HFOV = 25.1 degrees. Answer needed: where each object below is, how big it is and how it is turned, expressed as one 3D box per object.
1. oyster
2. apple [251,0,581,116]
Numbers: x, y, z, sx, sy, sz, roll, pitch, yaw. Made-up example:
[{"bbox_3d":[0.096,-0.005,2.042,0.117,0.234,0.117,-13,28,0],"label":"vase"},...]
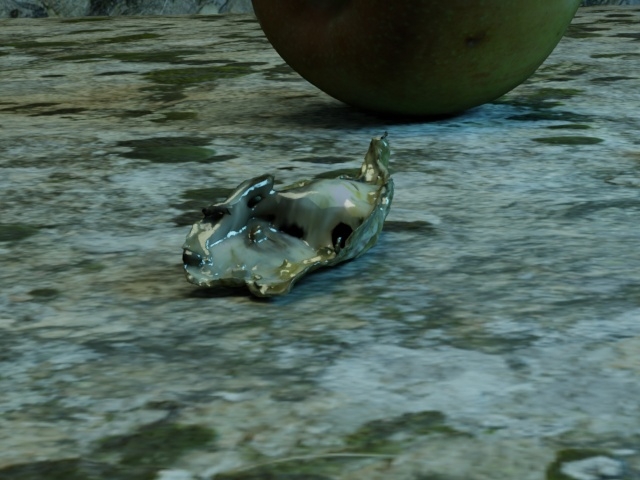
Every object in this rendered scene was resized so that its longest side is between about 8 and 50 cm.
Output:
[{"bbox_3d":[0.000,-0.003,0.842,0.200,0.061,0.106,-17,37,-42],"label":"oyster"},{"bbox_3d":[0.087,-0.269,1.400,0.319,0.319,0.277,10,35,41],"label":"apple"}]
